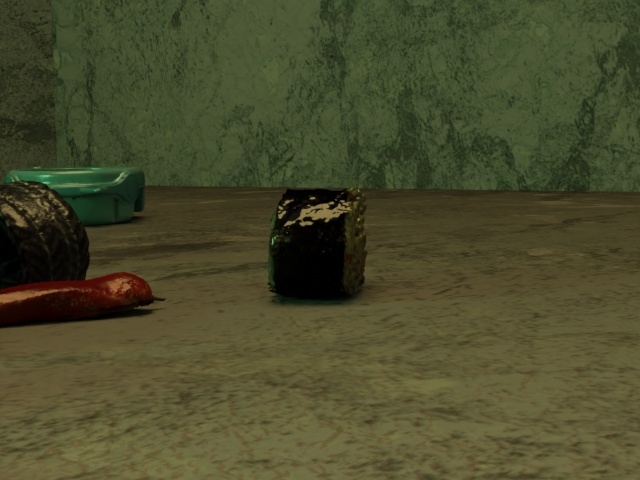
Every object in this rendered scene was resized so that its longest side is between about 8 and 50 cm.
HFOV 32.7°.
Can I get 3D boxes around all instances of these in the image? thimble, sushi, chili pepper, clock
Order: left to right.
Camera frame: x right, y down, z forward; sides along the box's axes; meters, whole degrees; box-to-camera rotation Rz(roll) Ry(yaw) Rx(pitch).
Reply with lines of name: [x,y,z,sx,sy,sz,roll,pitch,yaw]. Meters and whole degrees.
thimble: [-0.238,0.007,0.872,0.066,0.095,0.104,-19,53,-45]
chili pepper: [-0.193,0.043,0.781,0.178,0.027,0.045,-7,8,-30]
clock: [-0.406,-0.073,1.789,0.223,0.094,0.274,-2,7,-5]
sushi: [0.000,0.000,0.896,0.078,0.091,0.150,4,3,5]
